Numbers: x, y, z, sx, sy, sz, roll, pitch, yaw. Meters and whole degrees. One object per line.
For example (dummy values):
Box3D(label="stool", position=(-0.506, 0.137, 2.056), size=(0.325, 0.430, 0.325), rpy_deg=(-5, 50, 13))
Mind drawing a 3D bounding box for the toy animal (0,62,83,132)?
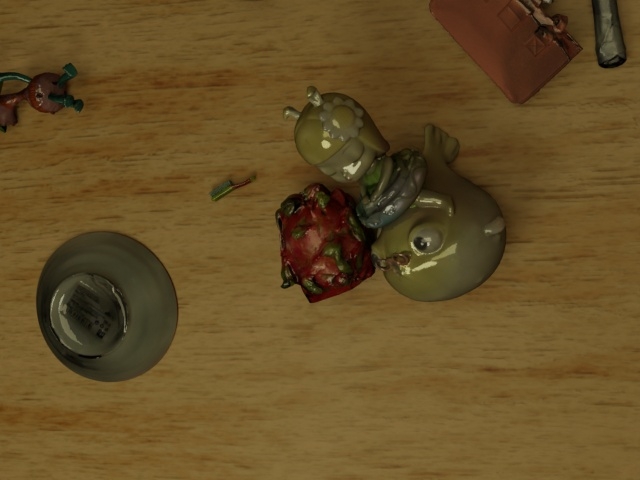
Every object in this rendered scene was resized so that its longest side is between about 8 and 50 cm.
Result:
Box3D(label="toy animal", position=(-0.487, -0.239, 1.984), size=(0.208, 0.100, 0.103), rpy_deg=(-7, 134, 26))

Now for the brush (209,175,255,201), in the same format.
Box3D(label="brush", position=(-0.143, -0.090, 1.959), size=(0.083, 0.019, 0.021), rpy_deg=(-26, 80, 17))

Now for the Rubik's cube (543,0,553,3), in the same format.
Box3D(label="Rubik's cube", position=(0.321, -0.391, 1.780), size=(0.075, 0.084, 0.073), rpy_deg=(9, 103, -4))

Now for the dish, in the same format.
Box3D(label="dish", position=(-0.374, 0.119, 2.007), size=(0.260, 0.085, 0.260), rpy_deg=(2, 97, 13))

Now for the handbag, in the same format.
Box3D(label="handbag", position=(0.272, -0.318, 1.768), size=(0.212, 0.059, 0.157), rpy_deg=(48, 149, 3))

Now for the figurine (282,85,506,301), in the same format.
Box3D(label="figurine", position=(0.111, -0.096, 1.783), size=(0.394, 0.275, 0.226), rpy_deg=(39, 141, -19))

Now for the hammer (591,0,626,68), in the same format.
Box3D(label="hammer", position=(0.389, -0.462, 1.751), size=(0.152, 0.044, 0.427), rpy_deg=(-5, 105, 17))

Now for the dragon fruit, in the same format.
Box3D(label="dragon fruit", position=(0.000, 0.000, 1.862), size=(0.166, 0.160, 0.172), rpy_deg=(-26, 97, -25))
